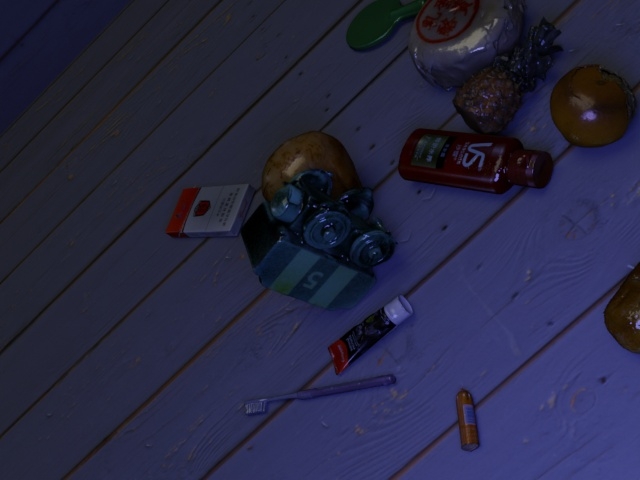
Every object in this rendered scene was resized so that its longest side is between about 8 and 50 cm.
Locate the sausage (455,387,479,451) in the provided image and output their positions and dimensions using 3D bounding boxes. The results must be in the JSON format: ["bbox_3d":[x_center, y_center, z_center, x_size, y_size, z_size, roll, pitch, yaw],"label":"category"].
[{"bbox_3d":[0.242,0.293,1.364,0.031,0.031,0.107,-23,48,27],"label":"sausage"}]

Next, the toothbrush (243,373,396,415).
[{"bbox_3d":[-0.011,0.298,1.580,0.353,0.024,0.029,-17,57,31],"label":"toothbrush"}]

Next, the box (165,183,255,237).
[{"bbox_3d":[-0.279,-0.073,2.064,0.245,0.035,0.139,1,62,40],"label":"box"}]

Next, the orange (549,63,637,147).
[{"bbox_3d":[0.485,-0.237,1.470,0.156,0.134,0.157,4,56,-6],"label":"orange"}]

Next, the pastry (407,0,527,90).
[{"bbox_3d":[0.311,-0.448,1.760,0.264,0.133,0.265,-18,53,26],"label":"pastry"}]

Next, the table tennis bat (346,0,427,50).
[{"bbox_3d":[0.166,-0.545,2.022,0.257,0.039,0.161,-8,56,43],"label":"table tennis bat"}]

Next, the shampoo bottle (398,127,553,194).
[{"bbox_3d":[0.295,-0.153,1.601,0.314,0.076,0.118,14,69,45],"label":"shampoo bottle"}]

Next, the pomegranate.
[{"bbox_3d":[-0.013,-0.124,1.728,0.215,0.215,0.215,-22,49,28],"label":"pomegranate"}]

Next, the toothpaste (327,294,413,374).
[{"bbox_3d":[0.091,0.179,1.568,0.193,0.045,0.071,-39,43,21],"label":"toothpaste"}]

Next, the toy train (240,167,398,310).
[{"bbox_3d":[0.000,0.000,1.592,0.238,0.299,0.167,-49,39,22],"label":"toy train"}]

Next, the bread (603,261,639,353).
[{"bbox_3d":[0.554,0.020,1.254,0.344,0.084,0.124,-53,42,-3],"label":"bread"}]

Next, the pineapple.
[{"bbox_3d":[0.377,-0.324,1.625,0.248,0.128,0.128,-46,42,0],"label":"pineapple"}]
